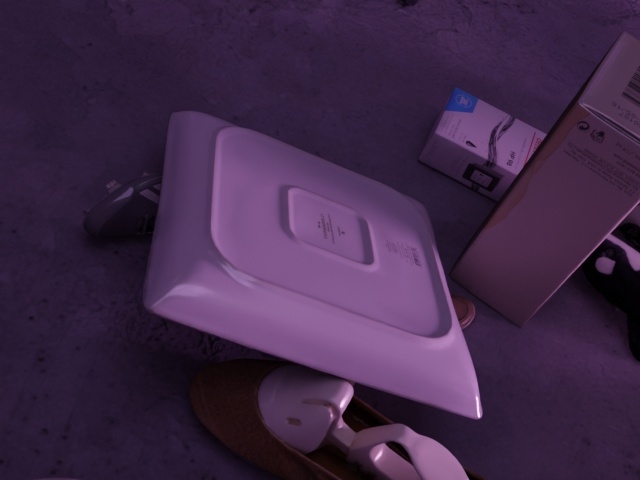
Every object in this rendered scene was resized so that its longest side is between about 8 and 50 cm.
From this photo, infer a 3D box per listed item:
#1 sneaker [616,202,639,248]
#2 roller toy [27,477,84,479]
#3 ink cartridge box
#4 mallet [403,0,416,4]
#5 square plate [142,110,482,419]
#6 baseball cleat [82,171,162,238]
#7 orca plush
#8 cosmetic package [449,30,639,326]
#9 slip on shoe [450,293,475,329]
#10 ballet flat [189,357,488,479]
[{"bbox_3d":[0.463,0.005,1.146,0.271,0.100,0.108,25,81,9],"label":"sneaker"},{"bbox_3d":[-0.202,0.288,0.659,0.191,0.146,0.209,-5,63,-13],"label":"roller toy"},{"bbox_3d":[0.232,-0.114,1.166,0.180,0.060,0.104,27,50,0],"label":"ink cartridge box"},{"bbox_3d":[0.190,-0.400,1.377,0.189,0.039,0.062,-9,58,-30],"label":"mallet"},{"bbox_3d":[0.000,0.000,0.910,0.343,0.049,0.347,20,33,-18],"label":"square plate"},{"bbox_3d":[-0.147,-0.030,0.957,0.205,0.072,0.109,-25,67,-32],"label":"baseball cleat"},{"bbox_3d":[0.423,0.110,1.083,0.287,0.102,0.151,38,6,-4],"label":"orca plush"},{"bbox_3d":[0.277,-0.058,0.983,0.113,0.309,0.160,36,50,6],"label":"cosmetic package"},{"bbox_3d":[0.118,0.079,0.996,0.135,0.041,0.052,0,56,-21],"label":"slip on shoe"},{"bbox_3d":[0.037,0.195,0.829,0.342,0.124,0.116,34,51,5],"label":"ballet flat"}]
